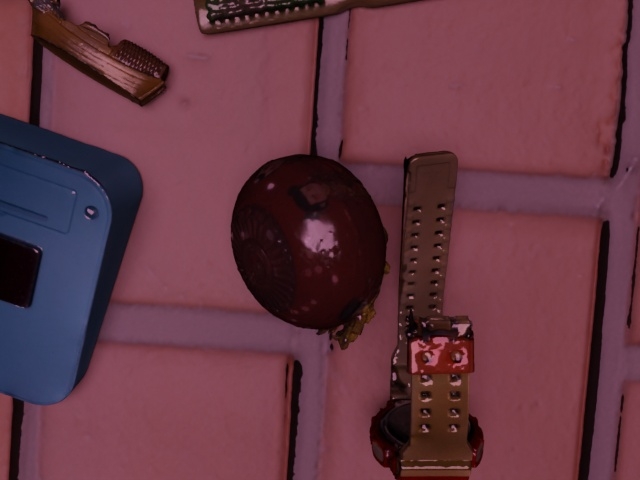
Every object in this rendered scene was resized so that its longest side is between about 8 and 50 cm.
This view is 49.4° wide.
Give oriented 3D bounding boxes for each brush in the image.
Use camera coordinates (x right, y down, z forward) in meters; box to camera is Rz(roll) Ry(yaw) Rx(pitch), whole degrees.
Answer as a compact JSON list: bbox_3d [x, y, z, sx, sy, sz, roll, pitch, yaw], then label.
[{"bbox_3d":[0.021,-0.242,0.647,0.283,0.048,0.054,-9,93,1],"label":"brush"}]

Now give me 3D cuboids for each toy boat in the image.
[{"bbox_3d":[-0.213,-0.182,0.656,0.149,0.047,0.049,32,80,-3],"label":"toy boat"}]

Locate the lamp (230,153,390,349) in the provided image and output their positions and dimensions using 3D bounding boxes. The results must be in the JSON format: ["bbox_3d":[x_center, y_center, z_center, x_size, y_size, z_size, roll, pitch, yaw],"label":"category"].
[{"bbox_3d":[-0.003,-0.002,0.619,0.135,0.156,0.157,-24,129,-35],"label":"lamp"}]

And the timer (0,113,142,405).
[{"bbox_3d":[-0.313,0.014,0.670,0.232,0.091,0.249,20,105,0],"label":"timer"}]

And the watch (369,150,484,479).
[{"bbox_3d":[0.093,0.077,0.586,0.102,0.164,0.268,-1,120,2],"label":"watch"}]
